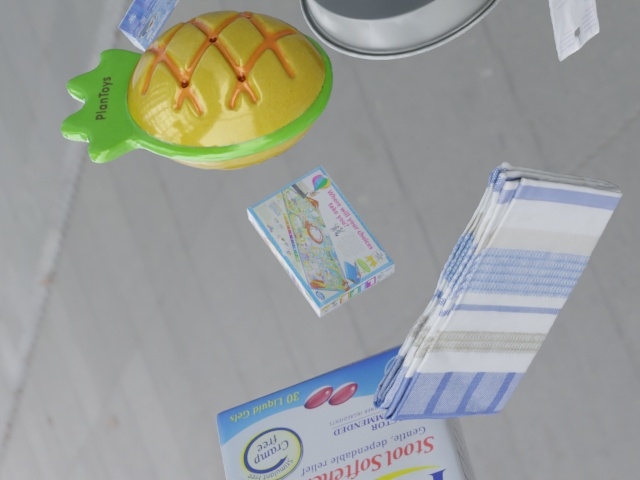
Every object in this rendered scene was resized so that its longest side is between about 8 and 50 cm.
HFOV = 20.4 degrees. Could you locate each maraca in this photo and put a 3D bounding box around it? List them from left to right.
[{"bbox_3d":[-0.083,-0.099,1.198,0.127,0.185,0.099,-89,-10,-45],"label":"maraca"}]

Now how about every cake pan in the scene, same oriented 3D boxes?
[{"bbox_3d":[0.100,-0.349,2.115,0.293,0.293,0.054,55,-179,39],"label":"cake pan"}]

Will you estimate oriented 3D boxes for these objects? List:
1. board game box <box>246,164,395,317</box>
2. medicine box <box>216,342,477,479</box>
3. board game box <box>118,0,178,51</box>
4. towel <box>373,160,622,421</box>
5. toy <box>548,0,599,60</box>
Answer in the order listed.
[{"bbox_3d":[0.000,0.000,2.029,0.154,0.103,0.026,54,166,23],"label":"board game box"},{"bbox_3d":[0.044,0.299,2.001,0.149,0.263,0.289,63,-171,-46],"label":"medicine box"},{"bbox_3d":[-0.170,-0.244,1.826,0.020,0.090,0.090,30,178,6],"label":"board game box"},{"bbox_3d":[0.177,0.055,1.756,0.034,0.209,0.285,40,113,36],"label":"towel"},{"bbox_3d":[0.215,-0.276,1.442,0.137,0.056,0.237,136,125,-84],"label":"toy"}]
